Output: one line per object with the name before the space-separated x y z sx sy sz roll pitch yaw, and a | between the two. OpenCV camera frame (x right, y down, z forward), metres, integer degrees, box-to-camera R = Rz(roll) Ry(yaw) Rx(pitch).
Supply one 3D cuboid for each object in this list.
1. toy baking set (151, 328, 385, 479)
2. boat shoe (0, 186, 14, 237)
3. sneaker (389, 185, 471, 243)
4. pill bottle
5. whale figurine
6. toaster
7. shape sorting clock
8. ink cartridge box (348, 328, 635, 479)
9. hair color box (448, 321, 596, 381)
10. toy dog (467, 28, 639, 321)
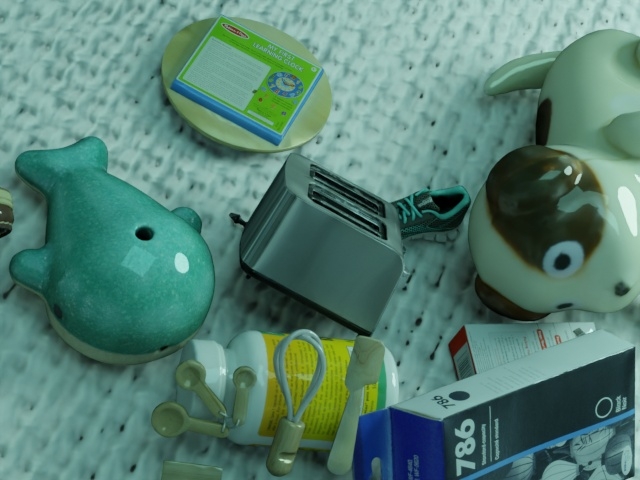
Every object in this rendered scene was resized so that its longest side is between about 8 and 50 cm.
toy baking set | -0.046 0.192 1.409 0.256 0.030 0.196 -16 103 1
boat shoe | -0.445 0.043 1.401 0.342 0.123 0.123 -19 83 -30
sneaker | 0.101 -0.032 1.677 0.167 0.076 0.065 -14 65 -28
pill bottle | -0.036 0.153 1.486 0.209 0.117 0.117 6 58 -17
whale figurine | -0.215 -0.008 1.498 0.216 0.141 0.272 -16 63 -28
toaster | 0.000 0.000 1.557 0.186 0.110 0.168 29 16 -7
shape sorting clock | -0.086 -0.183 1.716 0.206 0.040 0.206 9 56 -13
ink cartridge box | 0.186 0.216 1.513 0.333 0.165 0.065 -17 25 -27
hair color box | 0.236 0.143 1.639 0.167 0.053 0.093 0 59 -20
toy dog | 0.327 -0.081 1.669 0.395 0.284 0.408 31 50 14
